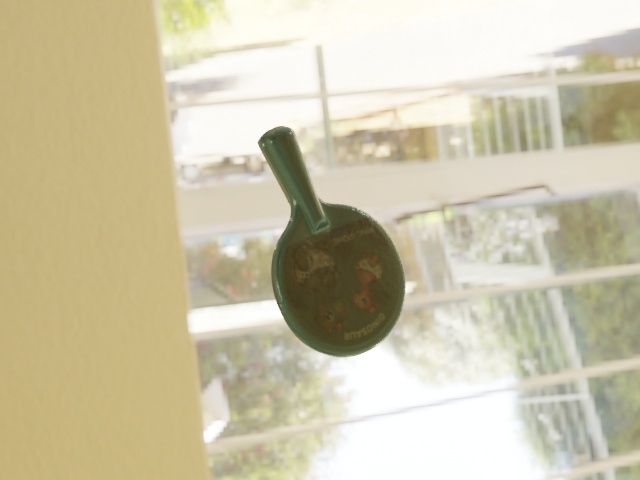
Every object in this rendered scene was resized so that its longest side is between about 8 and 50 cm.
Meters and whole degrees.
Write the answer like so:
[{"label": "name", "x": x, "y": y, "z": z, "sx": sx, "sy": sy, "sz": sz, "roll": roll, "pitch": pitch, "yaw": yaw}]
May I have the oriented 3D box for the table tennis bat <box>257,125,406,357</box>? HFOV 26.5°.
[{"label": "table tennis bat", "x": 0.000, "y": 0.000, "z": 1.120, "sx": 0.124, "sy": 0.201, "sz": 0.033, "roll": -27, "pitch": -173, "yaw": -30}]
